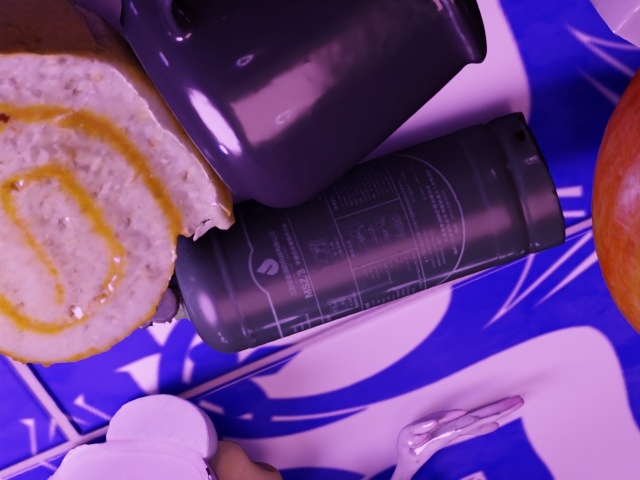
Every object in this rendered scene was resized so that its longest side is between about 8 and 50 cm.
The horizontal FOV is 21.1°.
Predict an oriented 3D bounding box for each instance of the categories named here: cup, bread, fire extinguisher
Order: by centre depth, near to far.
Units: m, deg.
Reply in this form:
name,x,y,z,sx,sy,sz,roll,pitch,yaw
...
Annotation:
name,x,y,z,sx,sy,sz,roll,pitch,yaw
cup,-0.013,-0.127,0.933,0.176,0.169,0.223,-30,162,4
bread,-0.172,-0.054,0.998,0.186,0.124,0.257,-30,134,3
fire extinguisher,0.000,0.000,1.135,0.311,0.095,0.114,-20,92,-3

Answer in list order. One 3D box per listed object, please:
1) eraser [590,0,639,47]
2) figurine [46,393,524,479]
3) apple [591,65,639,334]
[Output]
name,x,y,z,sx,sy,sz,roll,pitch,yaw
eraser,0.239,-0.223,0.999,0.052,0.095,0.225,19,124,-38
figurine,-0.002,0.224,1.282,0.284,0.206,0.315,-33,140,28
apple,0.318,-0.026,1.093,0.301,0.301,0.301,-10,135,-10
